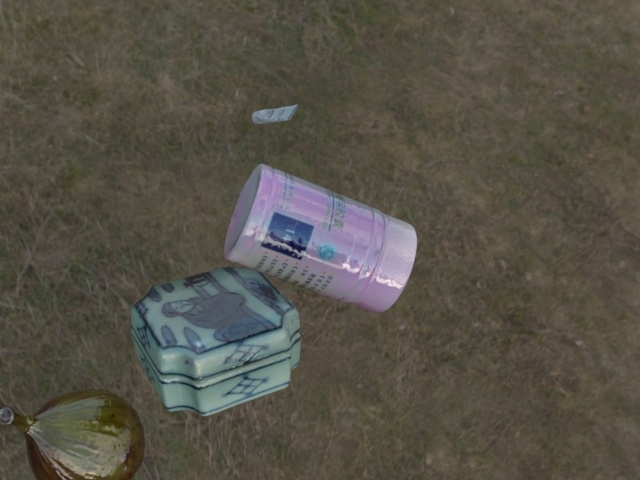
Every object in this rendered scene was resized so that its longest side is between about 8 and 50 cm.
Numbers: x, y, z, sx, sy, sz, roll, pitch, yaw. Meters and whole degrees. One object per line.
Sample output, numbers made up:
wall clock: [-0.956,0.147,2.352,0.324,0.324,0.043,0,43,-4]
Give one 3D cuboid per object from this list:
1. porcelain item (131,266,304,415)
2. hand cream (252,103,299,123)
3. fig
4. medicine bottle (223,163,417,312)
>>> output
porcelain item: [-0.196,0.175,1.400,0.285,0.157,0.281,-14,29,-24]
hand cream: [-0.067,-0.183,1.081,0.093,0.019,0.030,4,55,44]
fig: [-0.466,0.343,1.336,0.216,0.321,0.217,-12,54,17]
medicine bottle: [0.000,0.000,1.101,0.253,0.152,0.152,20,51,-16]
